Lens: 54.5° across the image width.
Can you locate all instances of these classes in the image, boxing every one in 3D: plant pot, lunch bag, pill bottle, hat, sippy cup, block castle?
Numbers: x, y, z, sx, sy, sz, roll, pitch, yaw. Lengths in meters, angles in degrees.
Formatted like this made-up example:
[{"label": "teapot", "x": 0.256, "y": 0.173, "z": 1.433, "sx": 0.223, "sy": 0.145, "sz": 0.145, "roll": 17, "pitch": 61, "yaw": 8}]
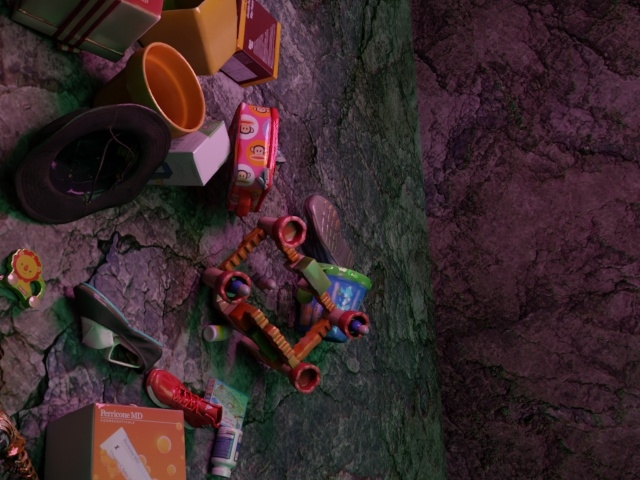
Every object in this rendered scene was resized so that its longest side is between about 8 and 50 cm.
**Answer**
[{"label": "plant pot", "x": -0.329, "y": -0.536, "z": 1.583, "sx": 0.212, "sy": 0.212, "sz": 0.187, "roll": -65, "pitch": 150, "yaw": -42}, {"label": "lunch bag", "x": -0.186, "y": -0.189, "z": 1.605, "sx": 0.293, "sy": 0.120, "sz": 0.258, "roll": 135, "pitch": -40, "yaw": -71}, {"label": "pill bottle", "x": -0.273, "y": 0.248, "z": 1.667, "sx": 0.083, "sy": 0.043, "sz": 0.043, "roll": 9, "pitch": 77, "yaw": -60}, {"label": "hat", "x": -0.481, "y": -0.188, "z": 1.271, "sx": 0.134, "sy": 0.331, "sz": 0.331, "roll": 49, "pitch": 23, "yaw": 20}, {"label": "plant pot", "x": -0.397, "y": -0.312, "z": 1.399, "sx": 0.205, "sy": 0.188, "sz": 0.205, "roll": 43, "pitch": 38, "yaw": -49}, {"label": "pill bottle", "x": -0.248, "y": 0.555, "z": 1.626, "sx": 0.067, "sy": 0.067, "sz": 0.120, "roll": 45, "pitch": 47, "yaw": -47}, {"label": "sippy cup", "x": 0.029, "y": 0.212, "z": 2.041, "sx": 0.306, "sy": 0.240, "sz": 0.224, "roll": 21, "pitch": 73, "yaw": -23}, {"label": "block castle", "x": -0.082, "y": 0.178, "z": 1.708, "sx": 0.303, "sy": 0.213, "sz": 0.453, "roll": -44, "pitch": 121, "yaw": -19}]

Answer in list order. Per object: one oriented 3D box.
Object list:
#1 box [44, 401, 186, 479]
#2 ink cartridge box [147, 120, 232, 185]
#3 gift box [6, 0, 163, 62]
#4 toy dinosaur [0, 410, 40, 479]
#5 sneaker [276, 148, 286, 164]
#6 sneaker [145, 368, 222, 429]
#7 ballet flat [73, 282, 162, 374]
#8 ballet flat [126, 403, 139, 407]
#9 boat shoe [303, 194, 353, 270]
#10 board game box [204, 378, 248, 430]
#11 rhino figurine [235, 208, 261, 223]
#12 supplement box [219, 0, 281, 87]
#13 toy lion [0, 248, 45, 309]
[{"label": "box", "x": -0.388, "y": 0.506, "z": 1.183, "sx": 0.215, "sy": 0.168, "sz": 0.345, "roll": 23, "pitch": 49, "yaw": -46}, {"label": "ink cartridge box", "x": -0.340, "y": -0.207, "z": 1.465, "sx": 0.154, "sy": 0.213, "sz": 0.093, "roll": -62, "pitch": 148, "yaw": -46}, {"label": "gift box", "x": -0.482, "y": -0.550, "z": 1.263, "sx": 0.276, "sy": 0.258, "sz": 0.255, "roll": 22, "pitch": 66, "yaw": -35}, {"label": "toy dinosaur", "x": -0.577, "y": 0.341, "z": 1.032, "sx": 0.322, "sy": 0.164, "sz": 0.218, "roll": 37, "pitch": 34, "yaw": -25}, {"label": "sneaker", "x": -0.161, "y": -0.269, "z": 1.968, "sx": 0.135, "sy": 0.052, "sz": 0.058, "roll": -15, "pitch": 87, "yaw": -67}, {"label": "sneaker", "x": -0.310, "y": 0.379, "z": 1.492, "sx": 0.221, "sy": 0.128, "sz": 0.087, "roll": 55, "pitch": 40, "yaw": -40}, {"label": "ballet flat", "x": -0.443, "y": 0.205, "z": 1.338, "sx": 0.280, "sy": 0.095, "sz": 0.096, "roll": 54, "pitch": 53, "yaw": -41}, {"label": "ballet flat", "x": -0.404, "y": 0.428, "z": 1.412, "sx": 0.052, "sy": 0.057, "sz": 0.168, "roll": -98, "pitch": 173, "yaw": -66}, {"label": "boat shoe", "x": 0.000, "y": 0.000, "z": 2.108, "sx": 0.132, "sy": 0.130, "sz": 0.355, "roll": -61, "pitch": 141, "yaw": -41}, {"label": "board game box", "x": -0.257, "y": 0.446, "z": 1.673, "sx": 0.154, "sy": 0.026, "sz": 0.103, "roll": 47, "pitch": 46, "yaw": -46}, {"label": "rhino figurine", "x": -0.210, "y": -0.165, "z": 1.794, "sx": 0.073, "sy": 0.106, "sz": 0.243, "roll": 26, "pitch": 62, "yaw": -55}, {"label": "supplement box", "x": -0.227, "y": -0.589, "z": 1.824, "sx": 0.194, "sy": 0.129, "sz": 0.191, "roll": 27, "pitch": 62, "yaw": -56}, {"label": "toy lion", "x": -0.570, "y": 0.070, "z": 1.204, "sx": 0.100, "sy": 0.034, "sz": 0.096, "roll": 62, "pitch": 28, "yaw": -33}]
